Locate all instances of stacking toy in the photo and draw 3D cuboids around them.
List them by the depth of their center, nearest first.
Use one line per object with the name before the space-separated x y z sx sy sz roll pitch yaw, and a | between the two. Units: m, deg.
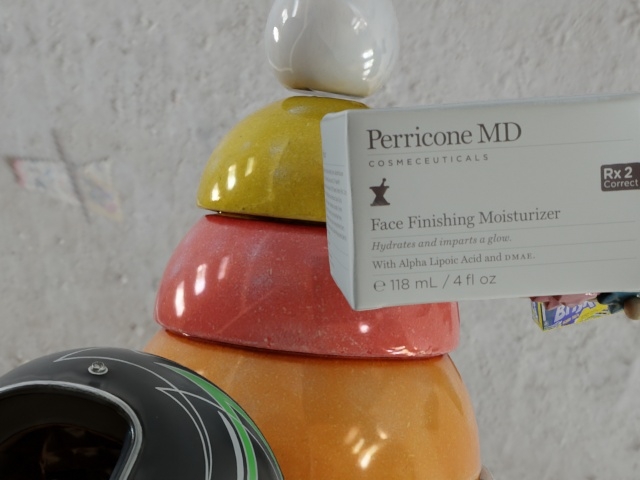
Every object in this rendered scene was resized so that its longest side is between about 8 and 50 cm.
stacking toy | 0.000 0.000 0.981 0.350 0.350 0.480 9 95 27

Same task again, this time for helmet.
helmet | -0.094 0.133 0.538 0.169 0.162 0.169 -9 140 -8

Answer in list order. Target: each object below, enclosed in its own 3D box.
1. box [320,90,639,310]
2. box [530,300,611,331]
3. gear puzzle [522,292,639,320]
box | 0.097 -0.030 0.737 0.180 0.182 0.119 -4 95 -3
box | 0.441 0.099 1.928 0.168 0.054 0.059 -13 113 -5
gear puzzle | 0.312 -0.048 0.943 0.175 0.044 0.339 5 134 -29
